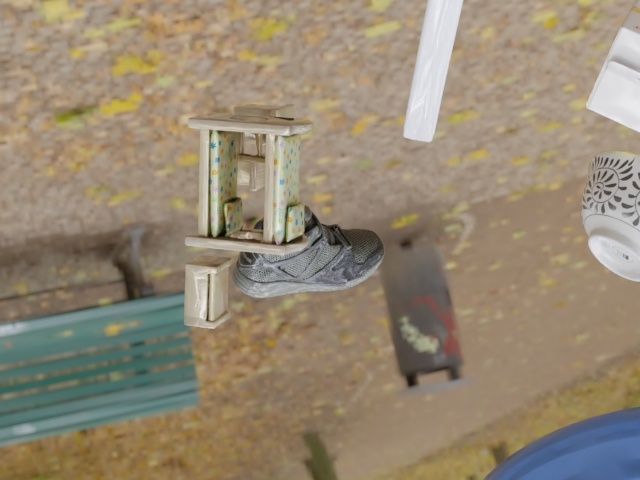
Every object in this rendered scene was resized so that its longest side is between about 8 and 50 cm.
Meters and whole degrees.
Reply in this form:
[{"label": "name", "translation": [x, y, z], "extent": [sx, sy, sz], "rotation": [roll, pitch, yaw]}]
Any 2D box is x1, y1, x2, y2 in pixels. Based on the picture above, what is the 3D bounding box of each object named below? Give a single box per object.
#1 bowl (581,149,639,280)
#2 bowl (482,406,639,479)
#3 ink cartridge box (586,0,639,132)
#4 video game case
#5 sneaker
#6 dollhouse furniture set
[{"label": "bowl", "translation": [0.336, -0.010, 1.395], "extent": [0.080, 0.170, 0.170], "rotation": [-51, 176, -17]}, {"label": "bowl", "translation": [0.296, 0.302, 1.073], "extent": [0.391, 0.391, 0.077], "rotation": [-19, -151, 22]}, {"label": "ink cartridge box", "translation": [0.316, -0.162, 1.238], "extent": [0.143, 0.092, 0.090], "rotation": [-50, 162, -53]}, {"label": "video game case", "translation": [0.104, -0.242, 0.955], "extent": [0.025, 0.285, 0.204], "rotation": [11, 147, 3]}, {"label": "sneaker", "translation": [0.000, 0.000, 1.746], "extent": [0.228, 0.087, 0.130], "rotation": [-6, 136, -30]}, {"label": "dollhouse furniture set", "translation": [-0.044, -0.025, 1.185], "extent": [0.101, 0.181, 0.161], "rotation": [6, -167, 16]}]
